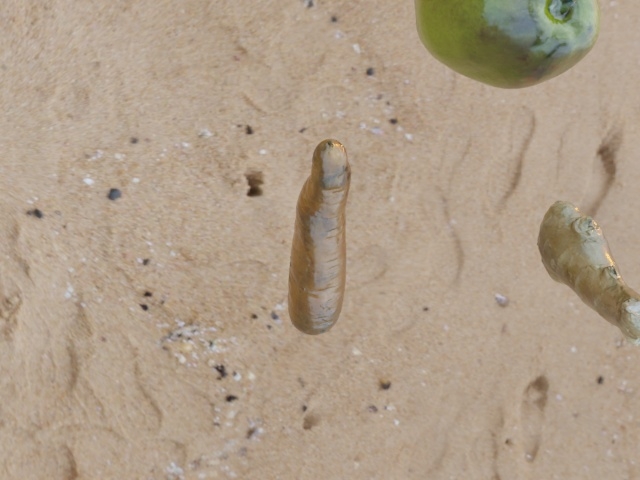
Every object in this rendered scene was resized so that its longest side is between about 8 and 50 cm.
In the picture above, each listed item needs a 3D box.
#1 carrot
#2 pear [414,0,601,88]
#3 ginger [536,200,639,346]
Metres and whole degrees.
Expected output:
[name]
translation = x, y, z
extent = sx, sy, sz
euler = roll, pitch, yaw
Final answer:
[carrot]
translation = 0.000, 0.000, 0.668
extent = 0.059, 0.059, 0.248
euler = -22, 142, -23
[pear]
translation = 0.281, -0.363, 1.144
extent = 0.268, 0.321, 0.269
euler = -9, 114, -22
[ginger]
translation = 0.373, 0.041, 1.009
extent = 0.086, 0.294, 0.131
euler = -7, 113, -3
